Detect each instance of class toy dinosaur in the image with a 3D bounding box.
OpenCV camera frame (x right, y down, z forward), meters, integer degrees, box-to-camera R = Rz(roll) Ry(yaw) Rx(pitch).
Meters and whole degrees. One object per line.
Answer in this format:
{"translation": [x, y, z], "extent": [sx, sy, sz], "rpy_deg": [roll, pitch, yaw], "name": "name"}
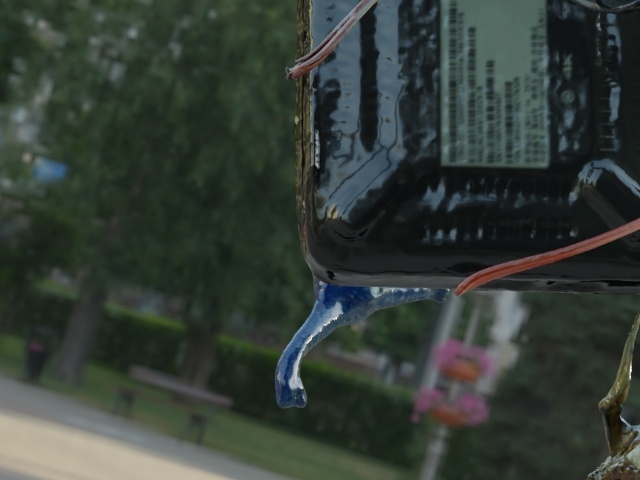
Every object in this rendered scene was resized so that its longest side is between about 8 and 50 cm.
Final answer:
{"translation": [0.000, 0.000, 1.527], "extent": [0.188, 0.248, 0.075], "rpy_deg": [-11, -8, -43], "name": "toy dinosaur"}

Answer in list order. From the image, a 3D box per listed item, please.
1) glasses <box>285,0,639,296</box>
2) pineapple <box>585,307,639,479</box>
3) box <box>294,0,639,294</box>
{"translation": [0.145, -0.102, 1.179], "extent": [0.268, 0.234, 0.118], "rpy_deg": [-31, -8, -38], "name": "glasses"}
{"translation": [0.274, 0.244, 1.701], "extent": [0.161, 0.334, 0.158], "rpy_deg": [-24, 44, -30], "name": "pineapple"}
{"translation": [0.123, -0.109, 1.363], "extent": [0.289, 0.290, 0.073], "rpy_deg": [2, -12, -4], "name": "box"}
